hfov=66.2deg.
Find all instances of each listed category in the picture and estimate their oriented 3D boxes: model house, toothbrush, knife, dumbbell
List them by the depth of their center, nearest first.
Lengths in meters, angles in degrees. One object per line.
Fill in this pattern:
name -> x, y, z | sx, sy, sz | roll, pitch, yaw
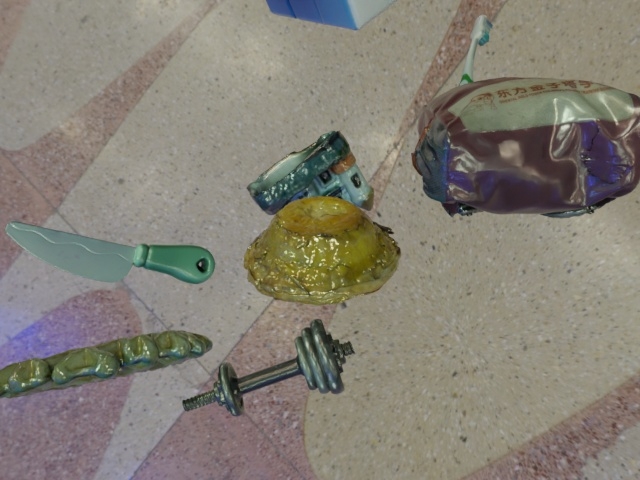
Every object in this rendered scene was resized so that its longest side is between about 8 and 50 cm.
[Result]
knife -> -0.264, 0.024, 0.643 | 0.034, 0.260, 0.063 | -7, 76, 55
dumbbell -> -0.073, 0.194, 0.704 | 0.254, 0.110, 0.110 | -19, 74, -3
toothbrush -> 0.300, -0.296, 1.026 | 0.042, 0.040, 0.419 | -4, 63, 53
model house -> 0.010, -0.084, 1.165 | 0.253, 0.184, 0.291 | -37, 114, 0

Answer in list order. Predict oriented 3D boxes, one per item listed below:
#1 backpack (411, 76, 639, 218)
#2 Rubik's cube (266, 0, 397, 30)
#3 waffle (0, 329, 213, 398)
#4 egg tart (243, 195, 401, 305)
backpack -> 0.271, -0.145, 0.744 | 0.282, 0.317, 0.198 | -2, 111, -1
Rubik's cube -> 0.032, -0.556, 0.785 | 0.291, 0.290, 0.291 | -40, 42, -9
waffle -> -0.313, 0.182, 0.748 | 0.291, 0.309, 0.056 | -11, 79, -5
egg tart -> 0.000, 0.000, 0.870 | 0.294, 0.295, 0.116 | 5, 120, 17
